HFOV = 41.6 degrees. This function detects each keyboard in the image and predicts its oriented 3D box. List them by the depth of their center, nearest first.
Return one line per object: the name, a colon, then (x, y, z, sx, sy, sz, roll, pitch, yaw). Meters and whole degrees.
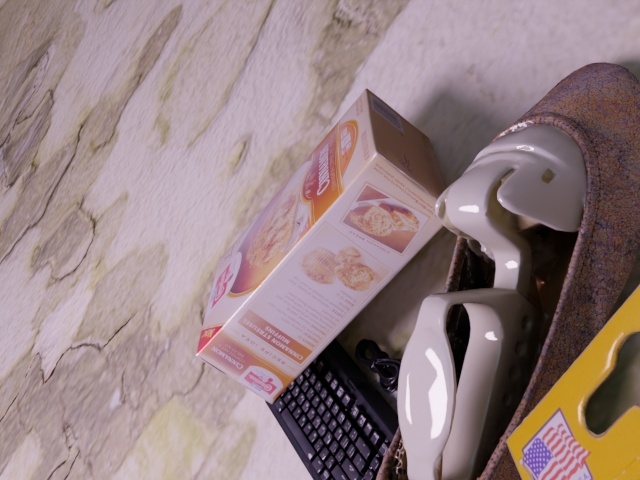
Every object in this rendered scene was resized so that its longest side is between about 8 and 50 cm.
keyboard: (0.016, 0.115, 0.582, 0.108, 0.023, 0.180, -57, 36, 9)

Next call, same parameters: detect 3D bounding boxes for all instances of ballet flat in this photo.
ballet flat: (0.106, 0.026, 0.468, 0.108, 0.106, 0.315, -1, 70, 52)

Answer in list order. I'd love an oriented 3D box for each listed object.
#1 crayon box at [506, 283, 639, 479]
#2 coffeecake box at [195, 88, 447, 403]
crayon box: (0.192, 0.149, 0.263, 0.322, 0.083, 0.203, -106, 30, -42)
coffeecake box: (0.000, 0.000, 0.595, 0.185, 0.068, 0.142, -48, 17, 20)
